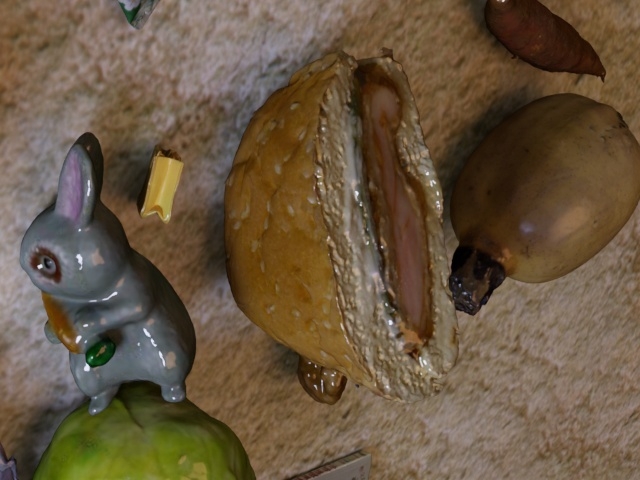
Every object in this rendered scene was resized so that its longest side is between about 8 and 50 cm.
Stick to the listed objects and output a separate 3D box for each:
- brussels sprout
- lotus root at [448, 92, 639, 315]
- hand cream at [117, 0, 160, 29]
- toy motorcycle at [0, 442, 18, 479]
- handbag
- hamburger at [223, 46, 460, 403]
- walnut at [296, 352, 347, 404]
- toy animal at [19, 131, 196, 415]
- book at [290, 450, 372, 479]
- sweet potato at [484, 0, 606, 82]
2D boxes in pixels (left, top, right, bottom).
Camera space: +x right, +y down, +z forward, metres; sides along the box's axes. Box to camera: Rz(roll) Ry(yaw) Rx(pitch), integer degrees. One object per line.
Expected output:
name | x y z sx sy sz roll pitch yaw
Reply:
brussels sprout | -0.163 0.239 1.493 0.223 0.161 0.223 -4 101 -22
lotus root | 0.235 -0.038 1.809 0.310 0.182 0.183 -43 137 -26
hand cream | -0.179 -0.283 1.290 0.095 0.059 0.276 -57 146 -16
toy motorcycle | -0.316 0.213 1.372 0.118 0.084 0.212 -50 145 -32
handbag | -0.144 -0.051 1.438 0.027 0.083 0.061 13 100 -13
hamburger | 0.000 0.000 1.546 0.162 0.209 0.330 -11 87 -42
walnut | 0.020 0.086 1.695 0.143 0.069 0.170 148 -35 -83
toy animal | -0.195 0.024 1.405 0.125 0.127 0.251 -27 118 -16
book | -0.032 0.339 1.824 0.232 0.022 0.162 -14 120 -45
sweet potato | 0.247 -0.224 1.818 0.314 0.066 0.072 24 97 -55
